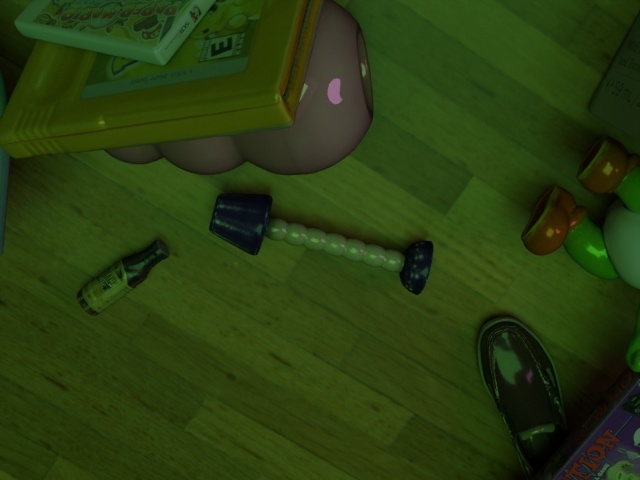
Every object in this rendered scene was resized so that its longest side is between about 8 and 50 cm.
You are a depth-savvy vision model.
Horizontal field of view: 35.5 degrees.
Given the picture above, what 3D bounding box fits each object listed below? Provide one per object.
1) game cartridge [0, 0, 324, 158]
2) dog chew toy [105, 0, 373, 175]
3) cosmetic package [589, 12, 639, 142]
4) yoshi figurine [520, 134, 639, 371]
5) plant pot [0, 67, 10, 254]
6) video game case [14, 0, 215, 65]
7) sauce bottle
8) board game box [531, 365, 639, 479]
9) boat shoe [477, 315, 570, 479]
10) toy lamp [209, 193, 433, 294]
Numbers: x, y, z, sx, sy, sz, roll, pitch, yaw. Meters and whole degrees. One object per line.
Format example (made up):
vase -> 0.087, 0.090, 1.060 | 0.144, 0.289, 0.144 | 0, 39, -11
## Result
game cartridge -> -0.155, -0.218, 1.030 | 0.323, 0.285, 0.053 | -4, 144, 21
dog chew toy -> -0.112, -0.164, 1.126 | 0.331, 0.207, 0.207 | -8, 107, 9
cosmetic package -> 0.551, -0.217, 1.046 | 0.327, 0.329, 0.394 | 24, 104, -8
yoshi figurine -> 0.417, 0.055, 1.151 | 0.362, 0.203, 0.203 | 38, 75, -1
plant pot -> -0.477, -0.132, 1.079 | 0.247, 0.247, 0.252 | 14, 83, -37
video game case -> -0.187, -0.279, 1.047 | 0.206, 0.227, 0.026 | -57, 142, -21
sauce bottle -> -0.249, 0.045, 1.265 | 0.128, 0.042, 0.042 | -37, 104, 8
board game box -> 0.377, 0.332, 1.271 | 0.208, 0.056, 0.347 | 29, 114, -7
boat shoe -> 0.279, 0.221, 1.299 | 0.095, 0.095, 0.258 | -23, 106, 6
toy lamp -> 0.000, 0.000, 1.235 | 0.274, 0.080, 0.080 | 13, 107, -5
